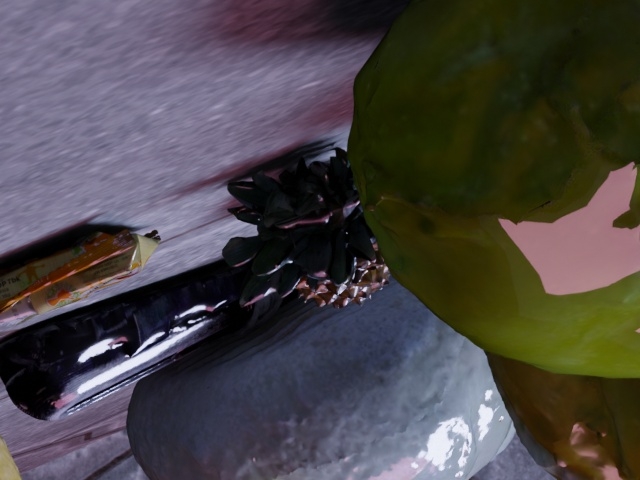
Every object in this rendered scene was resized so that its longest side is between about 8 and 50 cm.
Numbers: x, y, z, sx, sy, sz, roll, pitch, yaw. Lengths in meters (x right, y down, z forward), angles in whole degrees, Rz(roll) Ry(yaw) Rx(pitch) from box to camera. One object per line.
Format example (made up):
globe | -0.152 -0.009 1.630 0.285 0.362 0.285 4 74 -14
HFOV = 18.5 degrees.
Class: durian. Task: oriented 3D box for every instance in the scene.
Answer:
durian | 0.153 -0.052 0.845 0.340 0.204 0.256 -15 149 -18

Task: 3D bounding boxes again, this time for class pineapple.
pineapple | 0.000 -0.001 1.182 0.103 0.083 0.221 -24 172 3

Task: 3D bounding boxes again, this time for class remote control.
remote control | -0.114 0.068 1.461 0.266 0.066 0.090 -19 177 -32

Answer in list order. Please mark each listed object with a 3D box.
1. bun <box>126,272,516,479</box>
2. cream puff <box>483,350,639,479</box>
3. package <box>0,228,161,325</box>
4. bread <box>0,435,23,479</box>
bun | 0.020 0.126 1.612 0.362 0.211 0.362 -26 -167 7
cream puff | 0.270 0.000 1.123 0.378 0.378 0.275 -17 171 -46
package | -0.144 0.021 1.090 0.108 0.031 0.121 -23 180 2
bread | -0.344 0.242 1.686 0.197 0.170 0.197 -29 165 -9
